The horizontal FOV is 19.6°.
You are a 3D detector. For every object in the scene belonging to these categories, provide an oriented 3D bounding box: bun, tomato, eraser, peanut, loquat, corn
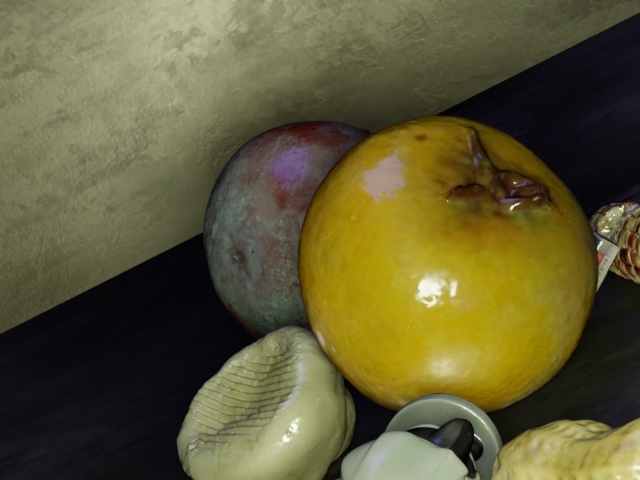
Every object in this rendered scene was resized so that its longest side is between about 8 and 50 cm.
[{"bbox_3d":[-0.046,0.205,2.067,0.231,0.133,0.231,-37,27,22],"label":"bun"},{"bbox_3d":[0.000,0.000,2.441,0.283,0.316,0.317,-17,3,-38],"label":"tomato"},{"bbox_3d":[0.295,0.051,2.101,0.122,0.029,0.052,-62,8,9],"label":"eraser"},{"bbox_3d":[0.242,0.196,1.570,0.229,0.098,0.103,-10,51,46],"label":"peanut"},{"bbox_3d":[0.123,0.046,1.995,0.328,0.328,0.359,-38,-14,-44],"label":"loquat"},{"bbox_3d":[0.374,0.000,2.142,0.098,0.098,0.290,-28,11,-8],"label":"corn"}]

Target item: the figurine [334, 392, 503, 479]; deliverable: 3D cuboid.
[{"bbox_3d":[0.074,0.235,1.662,0.176,0.133,0.236,-55,-6,19],"label":"figurine"}]
